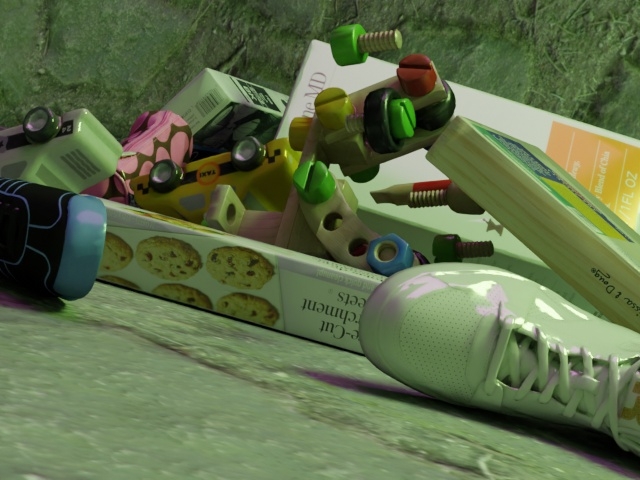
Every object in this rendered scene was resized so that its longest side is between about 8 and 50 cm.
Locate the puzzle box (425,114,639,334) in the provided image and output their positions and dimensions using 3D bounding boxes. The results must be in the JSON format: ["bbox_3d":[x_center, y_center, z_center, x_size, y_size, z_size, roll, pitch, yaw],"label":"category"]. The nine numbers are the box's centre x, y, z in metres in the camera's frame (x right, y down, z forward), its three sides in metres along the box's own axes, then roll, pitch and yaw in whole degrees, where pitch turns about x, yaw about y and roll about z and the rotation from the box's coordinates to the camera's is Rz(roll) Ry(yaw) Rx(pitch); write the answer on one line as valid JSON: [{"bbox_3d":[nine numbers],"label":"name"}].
[{"bbox_3d":[0.295,0.044,1.277,0.409,0.052,0.272,44,15,20],"label":"puzzle box"}]

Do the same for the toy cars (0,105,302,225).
[{"bbox_3d":[-0.197,-0.048,1.408,0.394,0.087,0.176,6,-31,-19],"label":"toy cars"}]

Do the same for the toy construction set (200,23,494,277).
[{"bbox_3d":[0.020,-0.043,1.359,0.237,0.257,0.309,-4,-7,24],"label":"toy construction set"}]

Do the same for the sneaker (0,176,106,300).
[{"bbox_3d":[-0.230,-0.006,1.010,0.090,0.081,0.232,10,-1,-29],"label":"sneaker"}]

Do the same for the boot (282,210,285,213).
[{"bbox_3d":[-0.033,-0.004,1.500,0.305,0.115,0.112,19,3,31],"label":"boot"}]

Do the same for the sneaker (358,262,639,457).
[{"bbox_3d":[0.185,0.090,0.975,0.293,0.108,0.169,15,0,-23],"label":"sneaker"}]

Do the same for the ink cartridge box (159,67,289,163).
[{"bbox_3d":[-0.125,-0.138,1.887,0.065,0.165,0.333,52,16,14],"label":"ink cartridge box"}]

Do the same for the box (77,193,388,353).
[{"bbox_3d":[-0.064,0.032,1.175,0.324,0.067,0.063,16,4,4],"label":"box"}]

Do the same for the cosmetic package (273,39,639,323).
[{"bbox_3d":[0.163,-0.052,1.686,0.453,0.230,0.161,17,-33,2],"label":"cosmetic package"}]

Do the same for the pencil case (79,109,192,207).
[{"bbox_3d":[-0.216,-0.087,1.612,0.095,0.098,0.209,14,26,9],"label":"pencil case"}]
